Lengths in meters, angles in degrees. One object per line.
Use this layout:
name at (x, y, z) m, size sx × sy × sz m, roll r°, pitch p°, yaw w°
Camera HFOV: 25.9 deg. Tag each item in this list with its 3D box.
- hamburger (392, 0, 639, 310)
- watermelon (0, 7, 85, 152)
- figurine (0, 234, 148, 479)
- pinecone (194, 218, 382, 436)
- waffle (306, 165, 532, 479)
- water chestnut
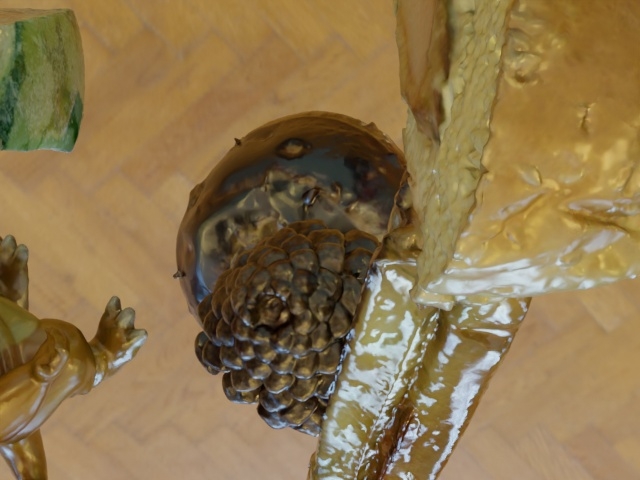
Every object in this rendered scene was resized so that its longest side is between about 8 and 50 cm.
hamburger at (0.107, -0.072, 0.534) m, size 0.155 × 0.207 × 0.135 m, roll 16°, pitch 144°, yaw -7°
watermelon at (-0.216, -0.106, 0.902) m, size 0.121 × 0.158 × 0.097 m, roll 1°, pitch 92°, yaw -50°
figurine at (-0.325, 0.141, 1.048) m, size 0.401 × 0.387 × 0.268 m, roll 45°, pitch 124°, yaw 21°
pinecone at (0.002, 0.070, 1.184) m, size 0.184 × 0.204 × 0.179 m, roll 32°, pitch 100°, yaw 16°
waffle at (0.080, 0.032, 0.913) m, size 0.098 × 0.224 × 0.327 m, roll 22°, pitch 143°, yaw 6°
water chestnut at (0.000, 0.000, 1.492) m, size 0.300 × 0.300 × 0.300 m, roll -3°, pitch 116°, yaw -6°
